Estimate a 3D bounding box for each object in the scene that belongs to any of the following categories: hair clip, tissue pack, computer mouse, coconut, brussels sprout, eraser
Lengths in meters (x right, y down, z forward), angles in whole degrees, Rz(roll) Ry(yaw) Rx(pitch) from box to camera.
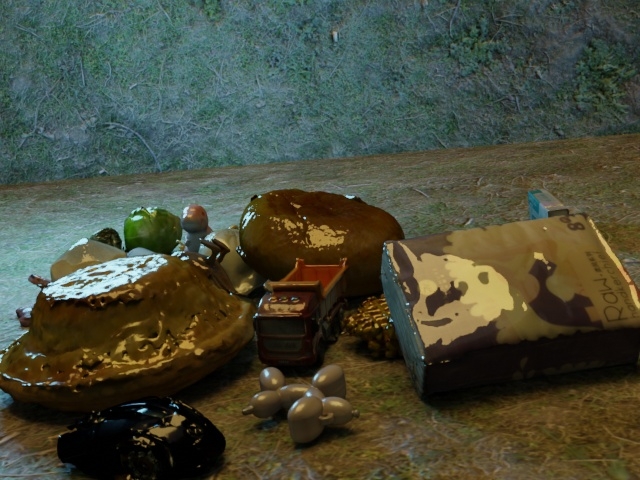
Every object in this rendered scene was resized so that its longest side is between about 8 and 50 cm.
[{"bbox_3d":[-0.561,0.139,1.758,0.138,0.102,0.123,24,-3,-34],"label":"hair clip"},{"bbox_3d":[0.281,0.088,1.233,0.344,0.125,0.242,-9,44,-7],"label":"tissue pack"},{"bbox_3d":[-0.231,0.248,1.073,0.242,0.077,0.146,-1,13,20],"label":"computer mouse"},{"bbox_3d":[-0.456,0.076,1.680,0.161,0.162,0.161,-7,14,2],"label":"coconut"},{"bbox_3d":[-0.424,-0.006,2.106,0.149,0.122,0.151,1,-21,0],"label":"brussels sprout"},{"bbox_3d":[0.517,-0.050,1.899,0.052,0.095,0.225,-6,14,4],"label":"eraser"}]

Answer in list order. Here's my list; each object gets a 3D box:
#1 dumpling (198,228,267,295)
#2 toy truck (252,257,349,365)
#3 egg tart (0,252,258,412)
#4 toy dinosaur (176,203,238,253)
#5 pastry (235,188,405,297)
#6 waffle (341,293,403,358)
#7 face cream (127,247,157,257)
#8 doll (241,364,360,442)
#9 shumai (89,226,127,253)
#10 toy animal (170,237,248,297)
[{"bbox_3d":[-0.176,0.047,1.778,0.167,0.126,0.216,12,13,7],"label":"dumpling"},{"bbox_3d":[-0.025,0.112,1.401,0.114,0.135,0.270,-2,14,15],"label":"toy truck"},{"bbox_3d":[-0.324,0.129,1.381,0.444,0.178,0.443,-8,14,2],"label":"egg tart"},{"bbox_3d":[-0.285,-0.003,1.898,0.152,0.176,0.194,-2,13,13],"label":"toy dinosaur"},{"bbox_3d":[0.000,0.000,1.691,0.356,0.163,0.356,11,18,-4],"label":"pastry"},{"bbox_3d":[0.137,0.136,1.385,0.197,0.070,0.193,-2,14,26],"label":"waffle"},{"bbox_3d":[-0.356,0.070,1.838,0.077,0.077,0.250,-14,15,-29],"label":"face cream"},{"bbox_3d":[-0.022,0.219,1.131,0.161,0.059,0.160,-3,14,11],"label":"doll"},{"bbox_3d":[-0.526,0.032,2.084,0.099,0.087,0.123,-39,-18,-15],"label":"shumai"},{"bbox_3d":[-0.236,0.091,1.661,0.188,0.179,0.089,36,9,20],"label":"toy animal"}]
